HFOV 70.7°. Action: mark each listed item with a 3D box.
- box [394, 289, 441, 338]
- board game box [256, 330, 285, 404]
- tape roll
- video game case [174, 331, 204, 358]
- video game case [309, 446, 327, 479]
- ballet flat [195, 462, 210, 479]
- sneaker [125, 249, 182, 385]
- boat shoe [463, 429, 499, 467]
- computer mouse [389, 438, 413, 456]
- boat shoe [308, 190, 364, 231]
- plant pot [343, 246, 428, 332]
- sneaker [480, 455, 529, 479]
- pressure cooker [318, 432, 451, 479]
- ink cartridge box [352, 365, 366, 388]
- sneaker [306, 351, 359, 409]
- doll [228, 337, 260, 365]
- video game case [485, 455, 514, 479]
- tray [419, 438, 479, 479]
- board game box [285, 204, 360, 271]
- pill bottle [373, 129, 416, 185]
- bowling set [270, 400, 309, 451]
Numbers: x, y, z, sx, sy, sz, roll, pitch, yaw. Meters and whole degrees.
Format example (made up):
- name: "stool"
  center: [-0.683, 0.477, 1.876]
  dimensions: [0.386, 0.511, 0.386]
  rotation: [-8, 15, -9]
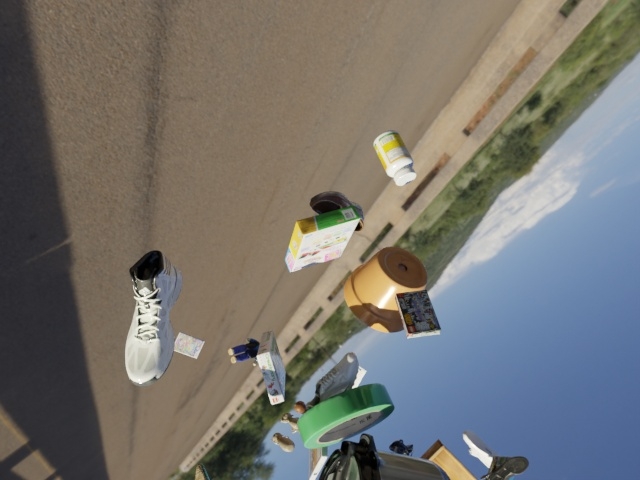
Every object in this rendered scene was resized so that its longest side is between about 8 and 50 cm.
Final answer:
- name: "box"
  center: [0.271, 0.204, 1.265]
  dimensions: [0.094, 0.137, 0.027]
  rotation: [-7, 138, -5]
- name: "board game box"
  center: [-0.189, 0.487, 1.769]
  dimensions: [0.053, 0.193, 0.305]
  rotation: [-17, -175, -3]
- name: "tape roll"
  center: [0.085, 0.583, 1.491]
  dimensions: [0.321, 0.077, 0.321]
  rotation: [-17, 145, -13]
- name: "video game case"
  center: [-0.608, 0.482, 2.074]
  dimensions: [0.087, 0.122, 0.011]
  rotation: [-66, -162, -5]
- name: "video game case"
  center: [-0.010, 0.791, 1.769]
  dimensions: [0.285, 0.025, 0.204]
  rotation: [105, -11, -46]
- name: "ballet flat"
  center: [-0.351, 0.795, 1.393]
  dimensions: [0.067, 0.206, 0.073]
  rotation: [-27, 146, -25]
- name: "sneaker"
  center: [-0.591, 0.238, 1.504]
  dimensions: [0.169, 0.447, 0.257]
  rotation: [0, 151, 1]
- name: "boat shoe"
  center: [0.599, 0.795, 1.710]
  dimensions: [0.063, 0.184, 0.066]
  rotation: [-46, -169, 26]
- name: "computer mouse"
  center: [0.256, 0.903, 1.763]
  dimensions: [0.272, 0.072, 0.188]
  rotation: [-45, 138, 3]
- name: "boat shoe"
  center: [0.083, -0.113, 1.868]
  dimensions: [0.123, 0.116, 0.324]
  rotation: [-36, 148, 32]
- name: "plant pot"
  center: [0.255, 0.161, 1.651]
  dimensions: [0.291, 0.291, 0.203]
  rotation: [-35, 158, -45]
- name: "sneaker"
  center: [0.596, 0.749, 1.464]
  dimensions: [0.170, 0.051, 0.089]
  rotation: [-38, 155, 8]
- name: "pressure cooker"
  center: [0.177, 0.851, 1.426]
  dimensions: [0.370, 0.420, 0.375]
  rotation: [-99, -152, -60]
- name: "ink cartridge box"
  center: [0.108, 0.480, 1.563]
  dimensions: [0.115, 0.063, 0.029]
  rotation: [-58, 166, 4]
- name: "sneaker"
  center: [0.043, 0.464, 1.467]
  dimensions: [0.235, 0.095, 0.090]
  rotation: [-63, -165, 3]
- name: "doll"
  center: [-0.316, 0.502, 2.032]
  dimensions: [0.189, 0.129, 0.046]
  rotation: [-8, 156, -40]
- name: "video game case"
  center: [0.623, 0.807, 1.560]
  dimensions: [0.119, 0.015, 0.166]
  rotation: [-59, 174, -24]
- name: "tray"
  center: [0.601, 1.103, 1.990]
  dimensions: [0.203, 0.411, 0.076]
  rotation: [-44, -179, -2]
- name: "board game box"
  center: [0.000, 0.000, 1.772]
  dimensions: [0.242, 0.064, 0.316]
  rotation: [-16, 156, -22]
- name: "pill bottle"
  center: [0.305, -0.331, 1.823]
  dimensions: [0.117, 0.208, 0.117]
  rotation: [-19, 157, -8]
- name: "bowling set"
  center: [-0.091, 0.821, 2.094]
  dimensions: [0.287, 0.200, 0.154]
  rotation: [-9, -175, -33]
